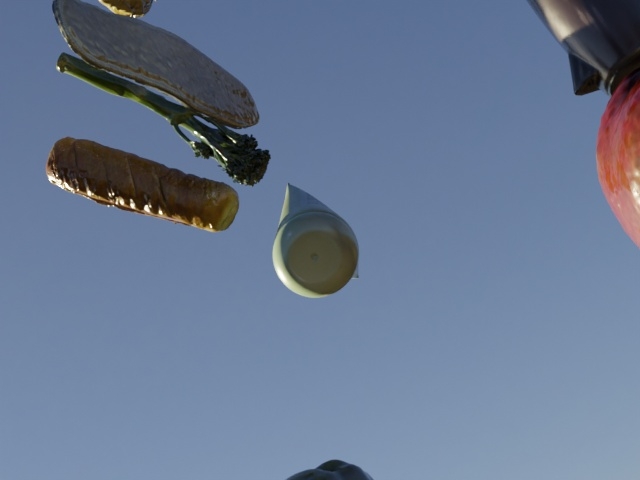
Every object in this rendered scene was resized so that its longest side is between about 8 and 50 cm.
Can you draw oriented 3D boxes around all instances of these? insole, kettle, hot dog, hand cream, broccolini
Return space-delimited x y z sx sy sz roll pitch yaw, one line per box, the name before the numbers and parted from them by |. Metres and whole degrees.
insole | -0.122 -0.138 1.283 0.011 0.081 0.248 -33 -25 22
kettle | 0.297 -0.255 1.609 0.202 0.232 0.144 -25 -24 -3
hot dog | -0.243 -0.077 2.229 0.285 0.088 0.061 12 -9 16
hand cream | 0.000 0.000 1.903 0.093 0.147 0.306 -37 3 6
broccolini | -0.257 -0.189 2.593 0.074 0.392 0.079 -39 -29 -64

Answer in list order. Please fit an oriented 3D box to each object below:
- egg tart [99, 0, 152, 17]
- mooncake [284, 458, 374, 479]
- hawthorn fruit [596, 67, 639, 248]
egg tart | -0.270 -0.440 2.166 0.116 0.295 0.295 -20 -17 18
mooncake | -0.054 0.426 2.087 0.351 0.187 0.351 -28 -18 -10
hawthorn fruit | 0.382 -0.068 1.425 0.295 0.295 0.311 -16 -68 -33
